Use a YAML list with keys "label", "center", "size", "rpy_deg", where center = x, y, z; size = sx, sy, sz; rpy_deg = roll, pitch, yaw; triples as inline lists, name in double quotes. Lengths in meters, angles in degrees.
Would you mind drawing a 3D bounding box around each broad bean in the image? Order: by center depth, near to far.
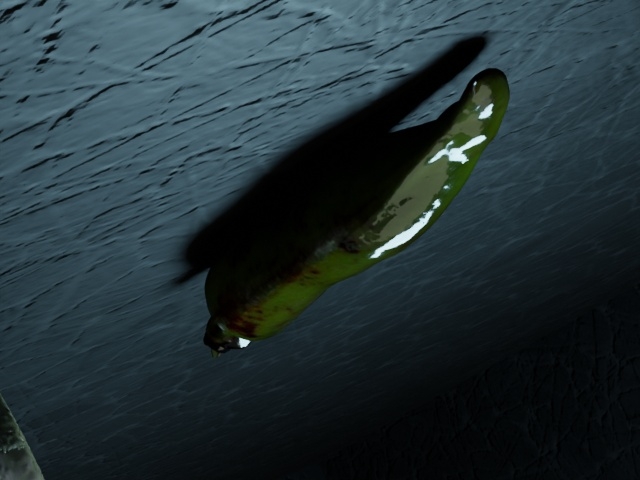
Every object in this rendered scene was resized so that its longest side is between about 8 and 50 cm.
- label: "broad bean"
  center: [0.000, 0.000, 0.880]
  size: [0.077, 0.061, 0.339]
  rpy_deg: [-25, 173, -39]

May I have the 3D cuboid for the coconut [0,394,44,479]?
- label: "coconut"
  center: [-0.238, 0.152, 0.840]
  size: [0.182, 0.171, 0.171]
  rpy_deg: [-24, 170, -18]
